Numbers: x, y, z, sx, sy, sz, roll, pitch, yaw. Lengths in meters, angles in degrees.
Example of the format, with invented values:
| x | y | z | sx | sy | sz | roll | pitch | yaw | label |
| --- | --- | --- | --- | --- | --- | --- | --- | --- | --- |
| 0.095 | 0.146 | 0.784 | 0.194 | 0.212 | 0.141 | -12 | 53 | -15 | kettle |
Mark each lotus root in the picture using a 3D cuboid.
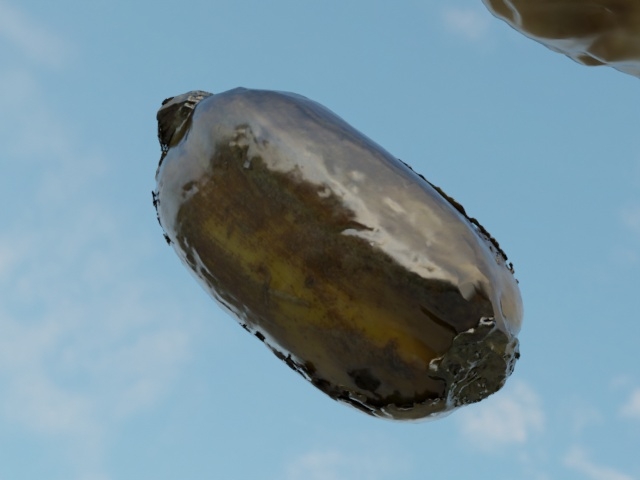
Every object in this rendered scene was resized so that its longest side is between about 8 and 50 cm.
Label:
| x | y | z | sx | sy | sz | roll | pitch | yaw | label |
| --- | --- | --- | --- | --- | --- | --- | --- | --- | --- |
| 0.000 | 0.000 | 1.302 | 0.397 | 0.196 | 0.179 | 41 | 2 | 32 | lotus root |

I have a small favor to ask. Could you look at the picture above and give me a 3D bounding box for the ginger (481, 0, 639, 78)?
| x | y | z | sx | sy | sz | roll | pitch | yaw | label |
| --- | --- | --- | --- | --- | --- | --- | --- | --- | --- |
| 0.153 | -0.071 | 0.318 | 0.354 | 0.190 | 0.126 | 15 | -67 | 61 | ginger |
